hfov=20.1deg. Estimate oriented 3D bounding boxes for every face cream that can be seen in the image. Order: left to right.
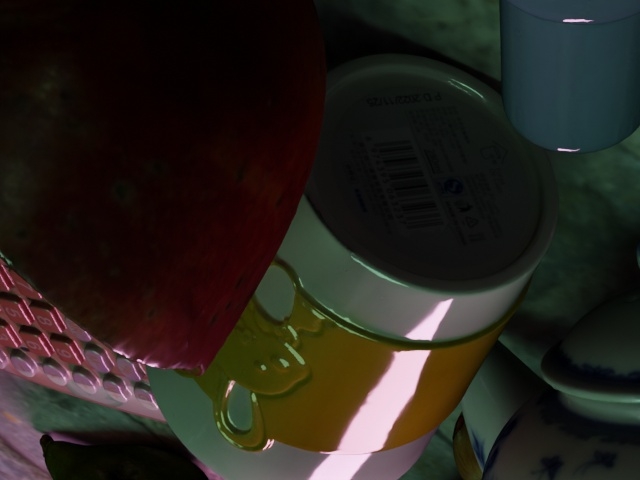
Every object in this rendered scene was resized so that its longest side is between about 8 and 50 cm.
[{"bbox_3d":[0.105,-0.185,0.698,0.136,0.086,0.385,16,144,18],"label":"face cream"}]

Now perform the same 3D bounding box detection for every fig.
[{"bbox_3d":[-0.169,0.212,1.470,0.177,0.117,0.117,20,151,21],"label":"fig"}]

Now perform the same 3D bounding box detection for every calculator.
[{"bbox_3d":[-0.152,0.057,1.265,0.330,0.048,0.220,10,149,21],"label":"calculator"}]

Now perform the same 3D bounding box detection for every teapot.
[{"bbox_3d":[0.210,0.122,0.992,0.424,0.252,0.280,8,112,52],"label":"teapot"}]

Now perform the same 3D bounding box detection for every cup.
[{"bbox_3d":[0.000,0.000,0.986,0.241,0.185,0.226,50,145,11],"label":"cup"}]

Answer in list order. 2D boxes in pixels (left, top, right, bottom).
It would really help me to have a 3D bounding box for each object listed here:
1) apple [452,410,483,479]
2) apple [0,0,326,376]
[{"bbox_3d":[0.129,0.135,1.196,0.084,0.071,0.084,8,149,5],"label":"apple"},{"bbox_3d":[-0.146,-0.096,0.771,0.295,0.328,0.365,-3,168,2],"label":"apple"}]
